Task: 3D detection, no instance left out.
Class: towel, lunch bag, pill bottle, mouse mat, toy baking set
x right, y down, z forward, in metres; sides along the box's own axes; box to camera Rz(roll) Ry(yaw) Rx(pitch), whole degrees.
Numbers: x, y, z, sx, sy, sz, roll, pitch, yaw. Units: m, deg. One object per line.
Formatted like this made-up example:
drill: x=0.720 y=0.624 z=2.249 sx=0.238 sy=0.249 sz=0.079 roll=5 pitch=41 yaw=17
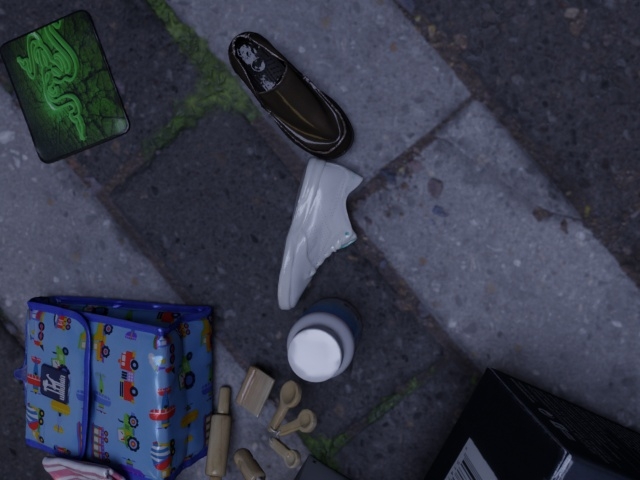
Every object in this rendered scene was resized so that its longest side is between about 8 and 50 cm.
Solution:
towel: x=-0.289 y=0.372 z=0.960 sx=0.144 sy=0.029 sz=0.197 roll=-8 pitch=127 yaw=35
lunch bag: x=-0.312 y=0.199 z=0.983 sx=0.293 sy=0.138 sz=0.220 roll=4 pitch=98 yaw=21
pill bottle: x=0.005 y=0.129 z=0.891 sx=0.087 sy=0.160 sz=0.087 roll=1 pitch=95 yaw=9
mouse mat: x=-0.373 y=-0.222 z=0.995 sx=0.153 sy=0.007 sz=0.189 roll=-20 pitch=91 yaw=11
toy baking set: x=-0.089 y=0.293 z=0.909 sx=0.197 sy=0.030 sz=0.256 roll=-10 pitch=66 yaw=44

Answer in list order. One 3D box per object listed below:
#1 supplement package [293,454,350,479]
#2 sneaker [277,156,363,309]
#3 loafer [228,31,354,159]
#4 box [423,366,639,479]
supplement package: x=-0.030 y=0.450 z=0.942 sx=0.139 sy=0.134 sz=0.244 roll=30 pitch=99 yaw=5
sneaker: x=0.000 y=0.000 z=0.928 sx=0.094 sy=0.080 sz=0.212 roll=15 pitch=98 yaw=-7
loafer: x=-0.048 y=-0.191 z=0.909 sx=0.220 sy=0.078 sz=0.080 roll=43 pitch=100 yaw=3
box: x=0.320 y=0.378 z=0.787 sx=0.396 sy=0.212 sz=0.293 roll=24 pitch=99 yaw=-13
